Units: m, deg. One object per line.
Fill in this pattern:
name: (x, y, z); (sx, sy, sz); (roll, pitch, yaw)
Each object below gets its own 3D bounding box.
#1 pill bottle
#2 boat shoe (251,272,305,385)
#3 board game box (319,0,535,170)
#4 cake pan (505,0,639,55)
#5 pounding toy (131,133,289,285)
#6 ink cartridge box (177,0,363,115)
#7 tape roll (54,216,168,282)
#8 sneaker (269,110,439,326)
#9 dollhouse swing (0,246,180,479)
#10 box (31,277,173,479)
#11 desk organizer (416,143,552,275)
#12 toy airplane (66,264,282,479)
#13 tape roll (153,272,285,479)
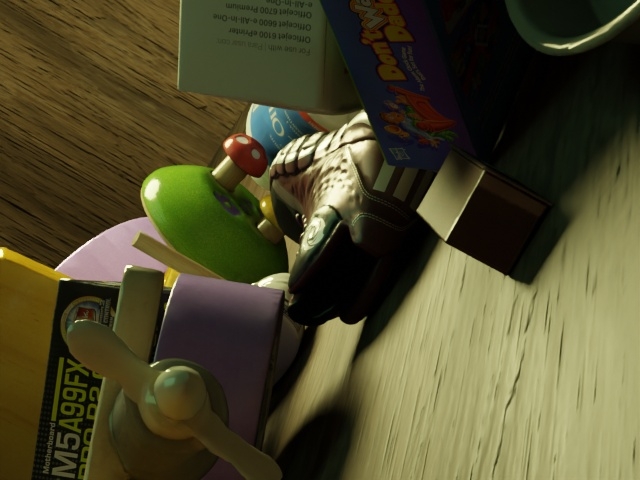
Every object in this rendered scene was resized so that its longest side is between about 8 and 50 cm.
pill bottle: (-0.004, -0.124, 1.702); (0.124, 0.124, 0.221); (-64, 8, -26)
boat shoe: (-0.102, 0.129, 1.516); (0.267, 0.096, 0.088); (-53, 6, 31)
board game box: (0.110, -0.253, 1.185); (0.347, 0.078, 0.233); (-64, -32, -31)
cake pan: (0.193, -0.236, 0.926); (0.293, 0.054, 0.293); (-164, 90, -71)
pounding toy: (-0.077, -0.022, 1.647); (0.110, 0.183, 0.237); (-46, 15, 16)
ink cartridge box: (0.008, -0.260, 1.220); (0.223, 0.129, 0.307); (-21, -63, -60)
tape roll: (-0.232, 0.108, 1.908); (0.275, 0.090, 0.275); (-40, -25, -23)
sneaker: (0.000, 0.000, 1.332); (0.163, 0.106, 0.281); (-66, 11, -20)
dollhouse swing: (-0.269, 0.144, 1.723); (0.347, 0.305, 0.315); (-58, 9, 16)
box: (-0.153, 0.141, 1.310); (0.270, 0.060, 0.216); (11, -94, -81)
desk organizer: (0.097, -0.021, 1.024); (0.050, 0.047, 0.130); (-61, 8, 6)
toy airplane: (-0.123, 0.247, 0.844); (0.384, 0.272, 0.386); (-53, -39, -66)
tape roll: (-0.079, 0.122, 1.222); (0.189, 0.080, 0.189); (9, -90, -90)
